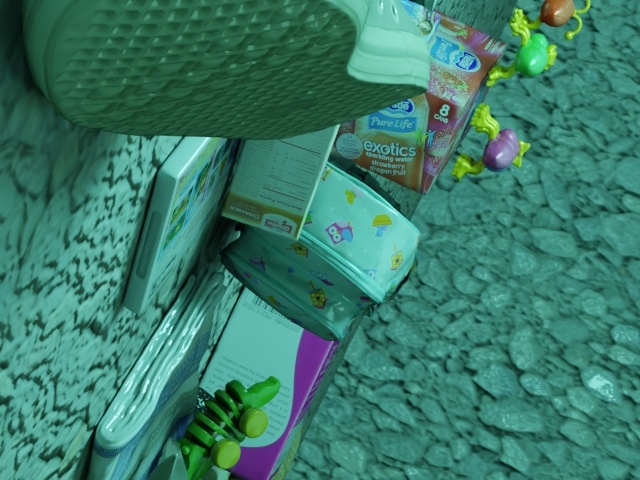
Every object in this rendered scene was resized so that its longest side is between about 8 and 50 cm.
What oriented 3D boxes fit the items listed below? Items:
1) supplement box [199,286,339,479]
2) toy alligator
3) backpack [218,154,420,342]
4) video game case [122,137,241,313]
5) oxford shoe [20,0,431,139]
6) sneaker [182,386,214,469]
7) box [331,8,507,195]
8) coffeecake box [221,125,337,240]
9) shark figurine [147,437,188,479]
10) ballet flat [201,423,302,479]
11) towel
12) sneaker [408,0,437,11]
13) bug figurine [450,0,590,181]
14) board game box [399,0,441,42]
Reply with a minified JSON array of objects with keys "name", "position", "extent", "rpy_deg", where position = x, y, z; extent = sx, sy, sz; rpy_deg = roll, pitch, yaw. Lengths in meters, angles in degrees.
[{"name":"supplement box","position":[-0.057,0.138,2.053],"extent":[0.220,0.111,0.114],"rpy_deg":[-64,175,3]},{"name":"toy alligator","position":[-0.111,0.189,1.797],"extent":[0.190,0.056,0.051],"rpy_deg":[-47,132,-12]},{"name":"backpack","position":[0.000,0.000,1.684],"extent":[0.144,0.166,0.188],"rpy_deg":[-54,179,-15]},{"name":"video game case","position":[-0.095,-0.042,1.431],"extent":[0.157,0.019,0.143],"rpy_deg":[-57,170,-47]},{"name":"oxford shoe","position":[-0.047,-0.134,1.021],"extent":[0.449,0.169,0.130],"rpy_deg":[-3,78,-75]},{"name":"sneaker","position":[-0.144,0.215,1.907],"extent":[0.089,0.051,0.170],"rpy_deg":[-45,-163,17]},{"name":"box","position":[0.115,-0.168,2.204],"extent":[0.123,0.128,0.257],"rpy_deg":[-67,173,27]},{"name":"coffeecake box","position":[-0.011,-0.118,1.513],"extent":[0.142,0.068,0.185],"rpy_deg":[-73,-178,-49]},{"name":"shark figurine","position":[-0.135,0.231,1.698],"extent":[0.278,0.166,0.116],"rpy_deg":[32,61,-67]},{"name":"ballet flat","position":[-0.120,0.272,2.196],"extent":[0.342,0.116,0.124],"rpy_deg":[-57,151,-31]},{"name":"towel","position":[-0.155,0.169,1.709],"extent":[0.209,0.034,0.285],"rpy_deg":[-59,172,-36]},{"name":"sneaker","position":[0.085,-0.249,1.844],"extent":[0.234,0.078,0.106],"rpy_deg":[100,14,-76]},{"name":"bug figurine","position":[0.232,-0.173,2.228],"extent":[0.216,0.072,0.279],"rpy_deg":[-50,161,-66]},{"name":"board game box","position":[0.051,-0.187,1.749],"extent":[0.020,0.090,0.090],"rpy_deg":[99,16,-62]}]
